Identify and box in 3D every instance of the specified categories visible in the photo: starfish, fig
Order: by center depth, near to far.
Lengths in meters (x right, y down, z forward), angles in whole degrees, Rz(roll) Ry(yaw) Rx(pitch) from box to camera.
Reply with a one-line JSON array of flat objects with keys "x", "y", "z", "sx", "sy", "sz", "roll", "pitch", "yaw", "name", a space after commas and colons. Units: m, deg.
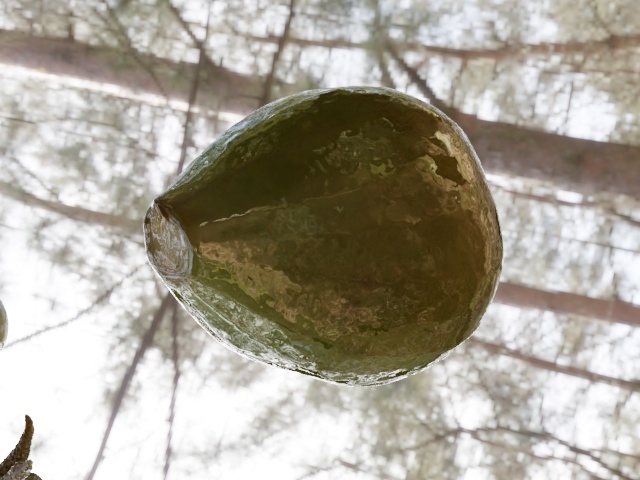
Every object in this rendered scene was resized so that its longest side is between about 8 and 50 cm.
[{"x": 0.001, "y": 0.003, "z": 0.801, "sx": 0.207, "sy": 0.230, "sz": 0.207, "roll": 164, "pitch": 90, "yaw": -82, "name": "fig"}, {"x": -0.322, "y": 0.279, "z": 1.139, "sx": 0.176, "sy": 0.053, "sz": 0.208, "roll": -84, "pitch": 14, "yaw": -63, "name": "starfish"}]

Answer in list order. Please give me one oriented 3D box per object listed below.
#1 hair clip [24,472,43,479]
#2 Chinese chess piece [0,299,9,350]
[{"x": -0.481, "y": 0.398, "z": 1.850, "sx": 0.022, "sy": 0.054, "sz": 0.137, "roll": -39, "pitch": -15, "yaw": 19, "name": "hair clip"}, {"x": -0.427, "y": 0.099, "z": 1.336, "sx": 0.144, "sy": 0.144, "sz": 0.058, "roll": 29, "pitch": -131, "yaw": -62, "name": "Chinese chess piece"}]
